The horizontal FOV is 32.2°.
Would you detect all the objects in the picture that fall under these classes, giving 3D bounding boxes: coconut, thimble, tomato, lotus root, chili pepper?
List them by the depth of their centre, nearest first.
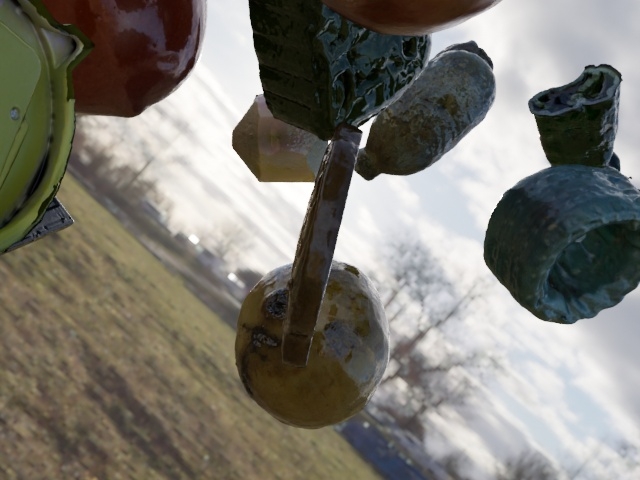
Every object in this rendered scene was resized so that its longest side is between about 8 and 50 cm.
[{"bbox_3d":[0.352,-0.002,1.536,0.198,0.235,0.143,46,6,-39],"label":"thimble"},{"bbox_3d":[-0.305,-0.319,1.536,0.321,0.321,0.321,40,-6,6],"label":"tomato"},{"bbox_3d":[0.410,-0.154,1.728,0.099,0.136,0.270,51,-4,32],"label":"chili pepper"},{"bbox_3d":[-0.066,-0.162,1.769,0.153,0.147,0.147,2,-2,-7],"label":"coconut"},{"bbox_3d":[0.205,-0.235,2.109,0.175,0.349,0.175,45,-6,6],"label":"lotus root"}]

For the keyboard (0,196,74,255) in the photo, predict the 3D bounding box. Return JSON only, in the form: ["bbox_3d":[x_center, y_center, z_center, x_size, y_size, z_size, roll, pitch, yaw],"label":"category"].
[{"bbox_3d":[-0.370,-0.019,1.164,0.103,0.041,0.381,53,12,0],"label":"keyboard"}]

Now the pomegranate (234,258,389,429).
[{"bbox_3d":[-0.009,0.151,1.661,0.260,0.260,0.260,40,-6,6],"label":"pomegranate"}]

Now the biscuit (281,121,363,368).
[{"bbox_3d":[-0.002,0.000,1.322,0.049,0.273,0.257,15,-39,2],"label":"biscuit"}]

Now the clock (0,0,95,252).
[{"bbox_3d":[-0.339,-0.124,1.013,0.071,0.293,0.277,5,-28,30],"label":"clock"}]

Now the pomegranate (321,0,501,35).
[{"bbox_3d":[0.108,-0.324,1.119,0.252,0.228,0.270,6,3,-42],"label":"pomegranate"}]

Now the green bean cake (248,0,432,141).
[{"bbox_3d":[0.034,-0.291,1.496,0.156,0.247,0.249,23,-44,37],"label":"green bean cake"}]
